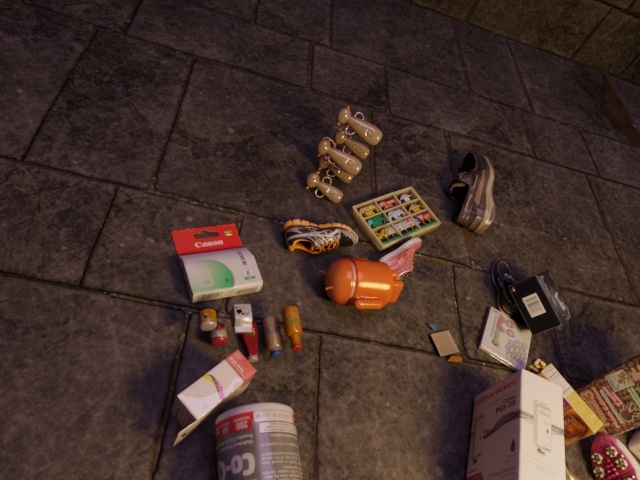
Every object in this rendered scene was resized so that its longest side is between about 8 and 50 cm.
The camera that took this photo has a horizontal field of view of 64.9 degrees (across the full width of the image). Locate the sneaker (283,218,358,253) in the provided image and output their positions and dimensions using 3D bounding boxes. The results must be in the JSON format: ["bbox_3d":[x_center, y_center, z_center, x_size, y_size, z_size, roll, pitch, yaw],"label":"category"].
[{"bbox_3d":[0.000,0.000,1.420,0.215,0.084,0.083,4,56,-8],"label":"sneaker"}]

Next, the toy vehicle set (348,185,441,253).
[{"bbox_3d":[0.239,-0.071,1.598,0.267,0.035,0.166,-21,65,-34],"label":"toy vehicle set"}]

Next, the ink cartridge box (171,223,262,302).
[{"bbox_3d":[-0.267,0.042,1.290,0.181,0.056,0.224,-8,59,-28],"label":"ink cartridge box"}]

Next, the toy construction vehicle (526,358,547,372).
[{"bbox_3d":[0.633,0.381,1.412,0.086,0.035,0.098,-19,63,-33],"label":"toy construction vehicle"}]

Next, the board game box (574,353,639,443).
[{"bbox_3d":[0.843,0.391,1.321,0.232,0.291,0.141,-8,57,-29],"label":"board game box"}]

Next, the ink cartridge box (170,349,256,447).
[{"bbox_3d":[-0.236,0.325,1.039,0.067,0.115,0.198,45,50,13],"label":"ink cartridge box"}]

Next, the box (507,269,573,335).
[{"bbox_3d":[0.650,0.180,1.485,0.158,0.093,0.155,-4,67,-54],"label":"box"}]

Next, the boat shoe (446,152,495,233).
[{"bbox_3d":[0.515,-0.186,1.741,0.130,0.132,0.355,17,48,-10],"label":"boat shoe"}]

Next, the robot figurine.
[{"bbox_3d":[0.105,0.113,1.342,0.220,0.128,0.158,7,73,-19],"label":"robot figurine"}]

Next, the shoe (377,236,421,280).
[{"bbox_3d":[0.251,0.060,1.488,0.178,0.063,0.081,-28,70,-31],"label":"shoe"}]

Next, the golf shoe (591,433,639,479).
[{"bbox_3d":[0.787,0.630,1.248,0.140,0.115,0.306,-3,62,-36],"label":"golf shoe"}]

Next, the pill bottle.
[{"bbox_3d":[-0.111,0.469,0.949,0.161,0.161,0.283,3,53,-21],"label":"pill bottle"}]

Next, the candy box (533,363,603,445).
[{"bbox_3d":[0.624,0.430,1.322,0.053,0.109,0.186,-21,64,-34],"label":"candy box"}]

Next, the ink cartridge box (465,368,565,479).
[{"bbox_3d":[0.441,0.469,1.150,0.117,0.207,0.283,26,48,-4],"label":"ink cartridge box"}]

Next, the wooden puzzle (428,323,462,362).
[{"bbox_3d":[0.340,0.283,1.381,0.079,0.014,0.116,3,53,-26],"label":"wooden puzzle"}]

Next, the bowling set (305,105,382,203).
[{"bbox_3d":[0.057,-0.268,1.612,0.154,0.287,0.200,33,5,-5],"label":"bowling set"}]

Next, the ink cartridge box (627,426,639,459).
[{"bbox_3d":[0.978,0.533,1.280,0.115,0.272,0.198,-29,70,-37],"label":"ink cartridge box"}]

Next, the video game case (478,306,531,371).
[{"bbox_3d":[0.536,0.286,1.456,0.143,0.019,0.157,31,48,2],"label":"video game case"}]

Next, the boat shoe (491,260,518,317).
[{"bbox_3d":[0.583,0.138,1.560,0.075,0.065,0.206,17,49,-10],"label":"boat shoe"}]

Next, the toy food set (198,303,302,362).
[{"bbox_3d":[-0.163,0.218,1.155,0.232,0.111,0.104,3,53,-24],"label":"toy food set"}]

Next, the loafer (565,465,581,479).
[{"bbox_3d":[0.598,0.585,1.230,0.050,0.056,0.148,-18,73,-34],"label":"loafer"}]
